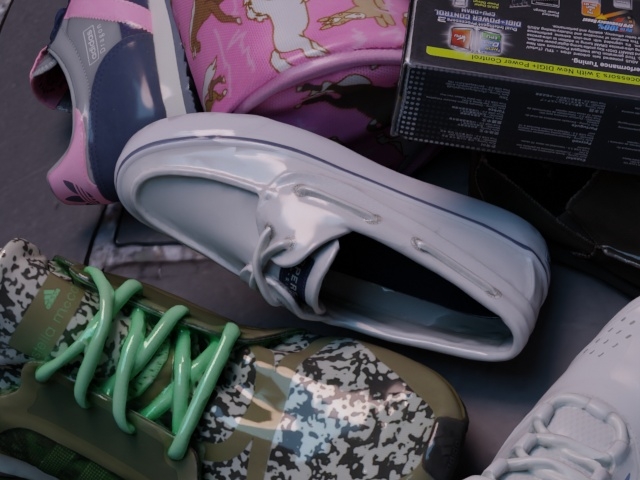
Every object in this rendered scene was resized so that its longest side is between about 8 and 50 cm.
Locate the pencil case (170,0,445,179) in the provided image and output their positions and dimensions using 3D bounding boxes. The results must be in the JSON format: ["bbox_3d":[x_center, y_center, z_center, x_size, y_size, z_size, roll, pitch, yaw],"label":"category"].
[{"bbox_3d":[-0.016,-0.203,0.956,0.160,0.167,0.386,-39,48,29],"label":"pencil case"}]

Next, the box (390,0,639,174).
[{"bbox_3d":[0.183,-0.134,0.791,0.270,0.060,0.216,8,54,1],"label":"box"}]

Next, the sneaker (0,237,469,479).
[{"bbox_3d":[-0.120,0.076,0.808,0.410,0.182,0.158,8,63,29],"label":"sneaker"}]

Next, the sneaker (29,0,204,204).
[{"bbox_3d":[-0.154,-0.163,1.025,0.131,0.112,0.319,-21,52,9],"label":"sneaker"}]

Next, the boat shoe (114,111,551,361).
[{"bbox_3d":[0.000,0.000,0.800,0.258,0.095,0.084,13,38,9],"label":"boat shoe"}]

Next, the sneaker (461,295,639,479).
[{"bbox_3d":[0.112,0.145,0.687,0.111,0.129,0.297,19,68,36],"label":"sneaker"}]

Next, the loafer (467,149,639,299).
[{"bbox_3d":[0.170,-0.017,0.794,0.220,0.078,0.080,15,67,33],"label":"loafer"}]
